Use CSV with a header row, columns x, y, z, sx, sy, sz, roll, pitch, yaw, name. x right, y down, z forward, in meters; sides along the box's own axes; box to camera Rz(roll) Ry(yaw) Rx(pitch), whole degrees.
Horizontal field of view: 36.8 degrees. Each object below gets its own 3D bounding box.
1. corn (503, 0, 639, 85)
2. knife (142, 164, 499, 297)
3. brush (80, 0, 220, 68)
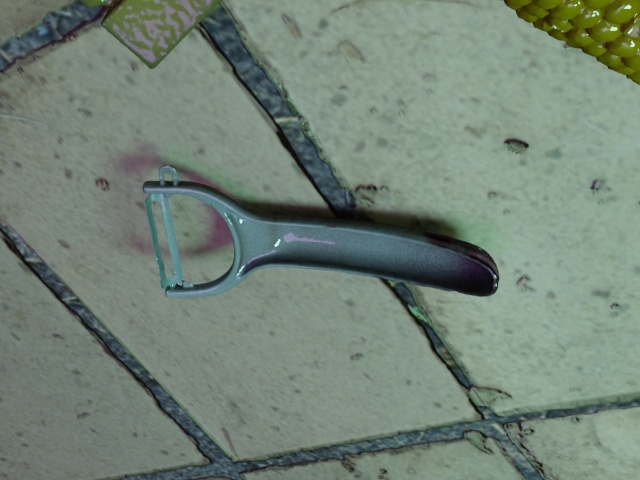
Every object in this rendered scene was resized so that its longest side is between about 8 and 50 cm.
x,y,z,sx,sy,sz,roll,pitch,yaw,name
0.093,-0.192,0.486,0.321,0.119,0.119,31,135,-14,corn
0.001,-0.001,0.742,0.277,0.053,0.123,5,128,16,knife
-0.062,-0.215,0.579,0.233,0.047,0.103,-35,113,30,brush
